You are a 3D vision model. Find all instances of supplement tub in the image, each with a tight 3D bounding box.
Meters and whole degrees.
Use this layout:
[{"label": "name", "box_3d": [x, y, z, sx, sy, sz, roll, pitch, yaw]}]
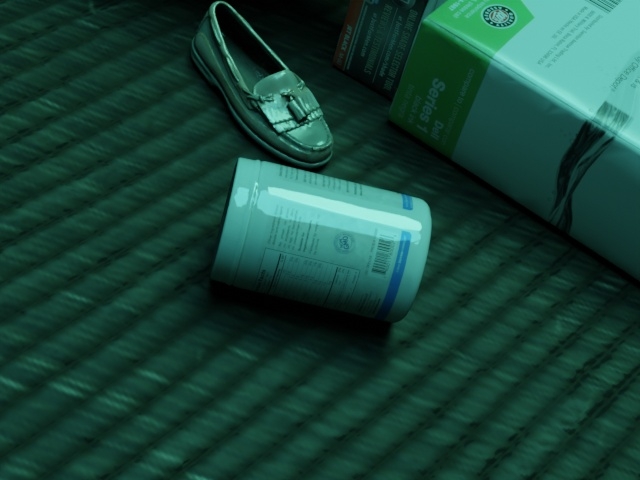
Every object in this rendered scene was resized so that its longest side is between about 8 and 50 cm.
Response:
[{"label": "supplement tub", "box_3d": [0.000, 0.000, 0.720, 0.107, 0.071, 0.071, 14, 46, -5]}]

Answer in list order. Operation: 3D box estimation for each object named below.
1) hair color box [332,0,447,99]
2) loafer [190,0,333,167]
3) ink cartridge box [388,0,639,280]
[{"label": "hair color box", "box_3d": [0.079, -0.177, 0.894, 0.053, 0.093, 0.167, 31, 46, 12]}, {"label": "loafer", "box_3d": [-0.036, -0.096, 0.817, 0.045, 0.039, 0.125, -24, 59, -35]}, {"label": "ink cartridge box", "box_3d": [0.180, -0.084, 0.840, 0.219, 0.092, 0.160, 35, 48, 15]}]
